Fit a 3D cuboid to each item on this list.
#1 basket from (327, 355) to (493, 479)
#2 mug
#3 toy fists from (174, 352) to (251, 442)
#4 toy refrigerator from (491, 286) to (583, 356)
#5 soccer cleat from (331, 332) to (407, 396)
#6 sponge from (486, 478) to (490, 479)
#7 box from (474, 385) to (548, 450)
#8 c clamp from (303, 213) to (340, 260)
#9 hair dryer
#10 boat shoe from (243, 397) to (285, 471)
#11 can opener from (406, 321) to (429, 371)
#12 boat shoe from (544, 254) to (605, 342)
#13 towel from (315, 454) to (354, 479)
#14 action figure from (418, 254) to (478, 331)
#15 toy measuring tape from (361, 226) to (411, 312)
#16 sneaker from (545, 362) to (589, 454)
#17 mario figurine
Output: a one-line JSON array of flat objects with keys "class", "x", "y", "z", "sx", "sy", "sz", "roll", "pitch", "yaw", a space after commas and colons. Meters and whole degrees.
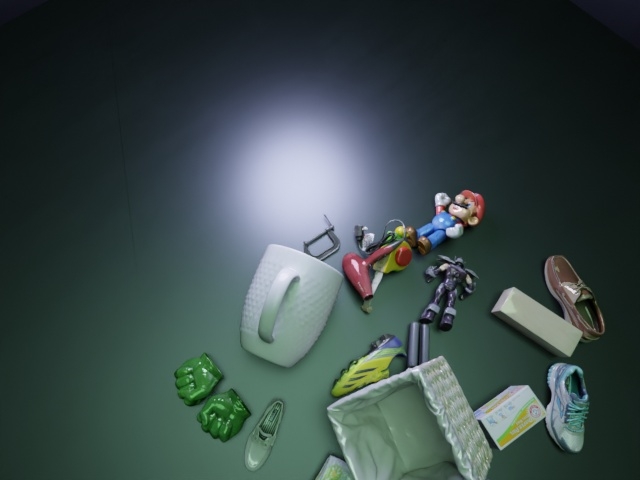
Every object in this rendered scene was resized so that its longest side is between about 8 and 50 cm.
[{"class": "basket", "x": 0.259, "y": 0.544, "z": 1.181, "sx": 0.328, "sy": 0.266, "sz": 0.332, "roll": -35, "pitch": 68, "yaw": 27}, {"class": "mug", "x": -0.113, "y": 0.205, "z": 1.301, "sx": 0.275, "sy": 0.374, "sz": 0.328, "roll": 21, "pitch": 77, "yaw": 9}, {"class": "toy fists", "x": -0.350, "y": 0.496, "z": 1.324, "sx": 0.142, "sy": 0.096, "sz": 0.279, "roll": -39, "pitch": 78, "yaw": -15}, {"class": "toy refrigerator", "x": 0.754, "y": 0.287, "z": 1.481, "sx": 0.269, "sy": 0.094, "sz": 0.102, "roll": 34, "pitch": 78, "yaw": 9}, {"class": "soccer cleat", "x": 0.163, "y": 0.429, "z": 1.386, "sx": 0.289, "sy": 0.093, "sz": 0.121, "roll": -36, "pitch": 82, "yaw": -15}, {"class": "sponge", "x": 0.412, "y": 0.743, "z": 1.274, "sx": 0.209, "sy": 0.117, "sz": 0.031, "roll": 1, "pitch": 69, "yaw": -3}, {"class": "box", "x": 0.599, "y": 0.565, "z": 1.355, "sx": 0.203, "sy": 0.114, "sz": 0.103, "roll": -28, "pitch": 74, "yaw": -14}, {"class": "c clamp", "x": 0.000, "y": 0.000, "z": 1.571, "sx": 0.160, "sy": 0.022, "sz": 0.137, "roll": -38, "pitch": 82, "yaw": -17}, {"class": "hair dryer", "x": 0.170, "y": 0.064, "z": 1.469, "sx": 0.080, "sy": 0.223, "sz": 0.294, "roll": 24, "pitch": 72, "yaw": -41}, {"class": "boat shoe", "x": -0.178, "y": 0.599, "z": 1.307, "sx": 0.083, "sy": 0.076, "sz": 0.227, "roll": 19, "pitch": 70, "yaw": 3}, {"class": "can opener", "x": 0.322, "y": 0.415, "z": 1.413, "sx": 0.074, "sy": 0.093, "sz": 0.281, "roll": 9, "pitch": 62, "yaw": 2}, {"class": "boat shoe", "x": 0.921, "y": 0.197, "z": 1.510, "sx": 0.122, "sy": 0.116, "sz": 0.325, "roll": -15, "pitch": 72, "yaw": -9}, {"class": "towel", "x": 0.096, "y": 0.871, "z": 1.221, "sx": 0.374, "sy": 0.090, "sz": 0.321, "roll": 33, "pitch": 72, "yaw": 8}, {"class": "action figure", "x": 0.452, "y": 0.174, "z": 1.501, "sx": 0.185, "sy": 0.099, "sz": 0.285, "roll": 24, "pitch": 66, "yaw": 12}, {"class": "toy measuring tape", "x": 0.249, "y": 0.110, "z": 1.515, "sx": 0.121, "sy": 0.121, "sz": 0.331, "roll": 20, "pitch": 86, "yaw": 4}, {"class": "sneaker", "x": 0.812, "y": 0.542, "z": 1.373, "sx": 0.109, "sy": 0.122, "sz": 0.283, "roll": 6, "pitch": 70, "yaw": -2}, {"class": "mario figurine", "x": 0.467, "y": -0.094, "z": 1.559, "sx": 0.320, "sy": 0.170, "sz": 0.198, "roll": -32, "pitch": 73, "yaw": -13}]
